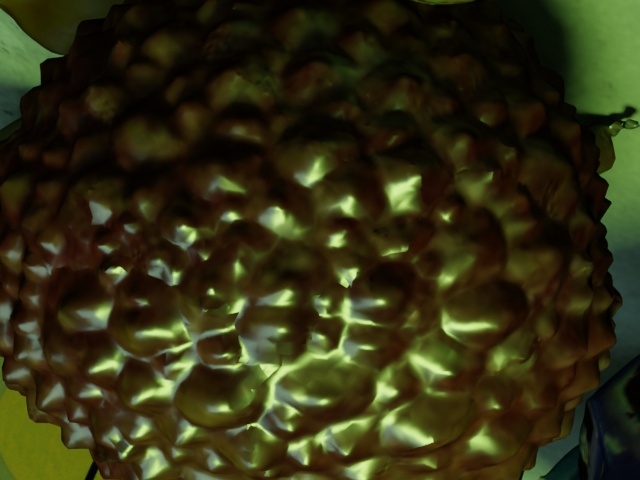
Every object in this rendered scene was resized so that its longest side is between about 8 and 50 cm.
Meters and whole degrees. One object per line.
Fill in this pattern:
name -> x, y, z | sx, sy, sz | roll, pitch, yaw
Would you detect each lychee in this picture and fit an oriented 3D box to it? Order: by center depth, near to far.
lychee -> 0.000, 0.000, 0.624 | 0.264, 0.300, 0.264 | 166, 90, -73

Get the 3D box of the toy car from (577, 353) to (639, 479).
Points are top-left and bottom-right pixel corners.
toy car -> 0.192, 0.124, 0.645 | 0.158, 0.235, 0.172 | 47, 166, 50

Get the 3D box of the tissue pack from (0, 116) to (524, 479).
tissue pack -> -0.088, 0.125, 0.846 | 0.387, 0.277, 0.267 | 26, 151, 10

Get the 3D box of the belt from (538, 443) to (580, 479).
belt -> 0.262, 0.225, 0.731 | 0.347, 0.212, 0.117 | 23, 158, 20

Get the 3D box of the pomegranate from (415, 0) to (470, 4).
pomegranate -> 0.037, -0.143, 0.525 | 0.114, 0.114, 0.142 | 46, 169, -23

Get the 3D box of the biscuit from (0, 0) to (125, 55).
biscuit -> -0.141, -0.210, 0.616 | 0.237, 0.062, 0.290 | 37, 148, -10
